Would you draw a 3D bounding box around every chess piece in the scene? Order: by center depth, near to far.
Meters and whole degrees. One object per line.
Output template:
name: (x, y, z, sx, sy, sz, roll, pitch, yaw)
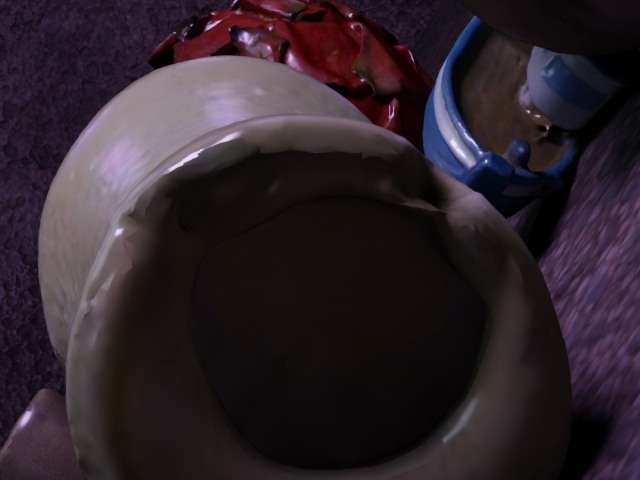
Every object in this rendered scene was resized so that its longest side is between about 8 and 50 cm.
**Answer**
chess piece: (-0.024, 0.032, 0.721, 0.234, 0.234, 0.442, -57, 11, 0)

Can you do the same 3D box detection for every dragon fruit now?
dragon fruit: (-0.032, -0.072, 1.215, 0.299, 0.244, 0.244, -3, -41, -43)

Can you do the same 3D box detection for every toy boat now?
toy boat: (0.115, -0.088, 0.844, 0.102, 0.088, 0.215, -49, 7, 40)

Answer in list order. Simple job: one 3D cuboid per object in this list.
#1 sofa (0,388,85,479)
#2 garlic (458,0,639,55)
sofa: (-0.130, 0.193, 0.839, 0.182, 0.200, 0.258, -58, 2, 22)
garlic: (0.116, -0.221, 0.728, 0.292, 0.210, 0.237, -10, -46, -34)
